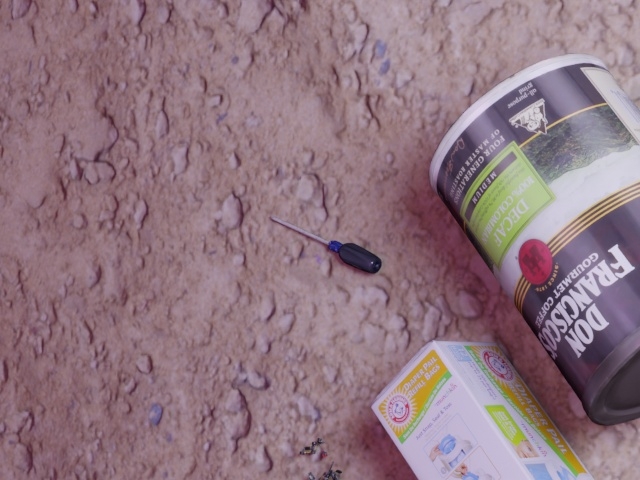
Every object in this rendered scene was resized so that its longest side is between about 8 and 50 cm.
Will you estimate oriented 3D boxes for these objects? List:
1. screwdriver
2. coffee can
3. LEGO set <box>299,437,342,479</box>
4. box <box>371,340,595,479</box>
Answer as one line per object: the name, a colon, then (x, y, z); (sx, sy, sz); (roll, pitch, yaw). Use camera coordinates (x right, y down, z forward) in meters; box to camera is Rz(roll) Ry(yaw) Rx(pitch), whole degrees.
screwdriver: (0.000, 0.000, 1.834); (0.170, 0.025, 0.024); (24, 101, 36)
coffee can: (0.252, -0.002, 1.524); (0.201, 0.201, 0.275); (-47, 60, 25)
LEGO set: (0.006, 0.253, 1.813); (0.054, 0.023, 0.083); (-19, 61, 33)
box: (0.160, 0.203, 1.632); (0.103, 0.114, 0.203); (-49, 59, 26)
